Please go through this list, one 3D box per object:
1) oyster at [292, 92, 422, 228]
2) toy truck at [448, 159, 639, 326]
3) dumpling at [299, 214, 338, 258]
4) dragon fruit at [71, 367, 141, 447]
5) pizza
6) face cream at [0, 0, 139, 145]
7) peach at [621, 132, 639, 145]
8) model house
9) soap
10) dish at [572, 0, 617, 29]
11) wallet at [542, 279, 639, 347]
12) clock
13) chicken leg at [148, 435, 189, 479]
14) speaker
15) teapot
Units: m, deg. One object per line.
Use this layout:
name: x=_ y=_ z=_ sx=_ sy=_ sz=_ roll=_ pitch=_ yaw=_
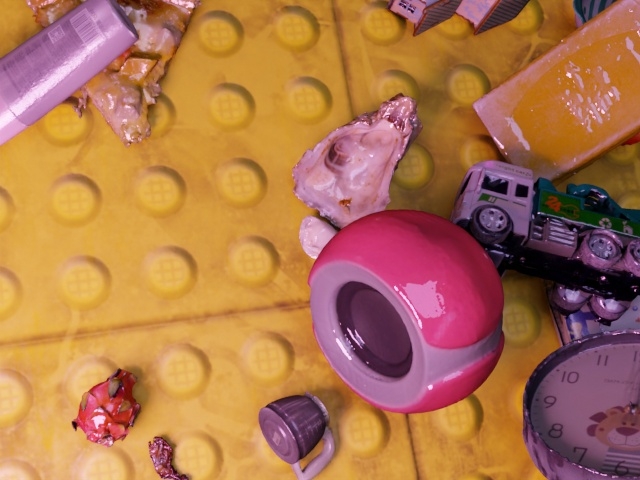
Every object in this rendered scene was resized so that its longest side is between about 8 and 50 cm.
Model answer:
oyster: x=0.071 y=-0.130 z=1.422 sx=0.161 sy=0.107 sz=0.232 roll=38 pitch=91 yaw=-1
toy truck: x=0.370 y=-0.002 z=1.367 sx=0.364 sy=0.176 sz=0.178 roll=12 pitch=56 yaw=0
dumpling: x=-0.001 y=-0.001 z=1.398 sx=0.077 sy=0.043 sz=0.059 roll=38 pitch=87 yaw=-18
dragon fruit: x=-0.296 y=0.233 z=1.265 sx=0.081 sy=0.086 sz=0.116 roll=4 pitch=62 yaw=29
pizza: x=-0.299 y=-0.287 z=1.392 sx=0.280 sy=0.075 sz=0.287 roll=-11 pitch=79 yaw=-12
face cream: x=-0.400 y=-0.257 z=1.320 sx=0.269 sy=0.073 sz=0.107 roll=-35 pitch=80 yaw=6
peach: x=0.501 y=-0.232 z=1.520 sx=0.151 sy=0.151 sz=0.118 roll=-13 pitch=124 yaw=-14
model house: x=0.265 y=-0.453 z=1.493 sx=0.206 sy=0.178 sz=0.271 roll=31 pitch=70 yaw=-4
soap: x=0.421 y=-0.230 z=1.430 sx=0.315 sy=0.091 sz=0.199 roll=-33 pitch=83 yaw=16
dish: x=0.532 y=-0.369 z=1.562 sx=0.246 sy=0.078 sz=0.224 roll=5 pitch=65 yaw=-15
wallet: x=0.535 y=0.129 z=1.449 sx=0.310 sy=0.077 sz=0.223 roll=-10 pitch=78 yaw=-9
clock: x=0.436 y=0.239 z=1.246 sx=0.313 sy=0.312 sz=0.061 roll=-25 pitch=122 yaw=-16
chicken leg: x=-0.222 y=0.321 z=1.286 sx=0.036 sy=0.021 sz=0.083 roll=-28 pitch=84 yaw=-25
speaker: x=0.120 y=0.092 z=1.262 sx=0.294 sy=0.294 sz=0.294 roll=3 pitch=76 yaw=-10
teapot: x=-0.030 y=0.278 z=1.314 sx=0.091 sy=0.124 sz=0.092 roll=-28 pitch=41 yaw=-31
